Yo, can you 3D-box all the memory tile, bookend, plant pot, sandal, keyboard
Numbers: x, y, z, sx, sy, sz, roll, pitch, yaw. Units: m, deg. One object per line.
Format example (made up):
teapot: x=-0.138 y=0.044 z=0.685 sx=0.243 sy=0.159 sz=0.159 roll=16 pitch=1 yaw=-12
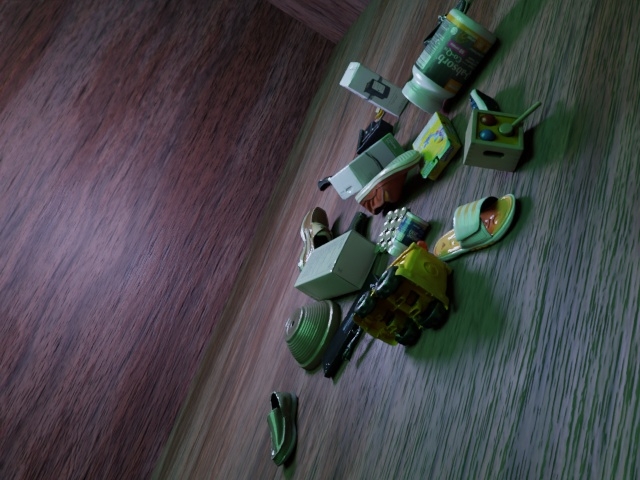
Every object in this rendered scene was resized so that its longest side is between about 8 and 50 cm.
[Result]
memory tile: x=0.211 y=-0.028 z=1.622 sx=0.113 sy=0.012 sz=0.148 roll=-16 pitch=48 yaw=64
bookend: x=0.216 y=-0.418 z=2.114 sx=0.157 sy=0.072 sz=0.156 roll=-47 pitch=23 yaw=43
plant pot: x=-0.042 y=0.287 z=1.753 sx=0.237 sy=0.110 sz=0.237 roll=-54 pitch=18 yaw=27
sandal: x=0.313 y=-0.025 z=1.193 sx=0.265 sy=0.076 sz=0.102 roll=-40 pitch=28 yaw=53
keyboard: x=0.094 y=0.248 z=1.531 sx=0.317 sy=0.033 sz=0.201 roll=-62 pitch=9 yaw=8

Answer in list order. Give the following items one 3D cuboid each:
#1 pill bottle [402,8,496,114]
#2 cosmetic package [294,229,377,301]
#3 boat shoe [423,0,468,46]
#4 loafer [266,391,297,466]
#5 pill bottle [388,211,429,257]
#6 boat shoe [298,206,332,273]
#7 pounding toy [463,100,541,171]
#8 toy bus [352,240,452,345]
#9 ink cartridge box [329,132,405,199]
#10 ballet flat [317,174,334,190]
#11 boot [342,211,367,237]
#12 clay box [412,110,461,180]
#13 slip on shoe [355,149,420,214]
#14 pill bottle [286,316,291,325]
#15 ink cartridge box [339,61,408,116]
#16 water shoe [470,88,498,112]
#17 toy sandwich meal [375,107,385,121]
pill bottle: x=0.377 y=-0.528 z=1.630 sx=0.278 sy=0.162 sz=0.162 roll=-56 pitch=18 yaw=27
cosmetic package: x=0.045 y=0.090 z=1.759 sx=0.160 sy=0.113 sz=0.309 roll=-62 pitch=15 yaw=-22
boat shoe: x=0.450 y=-0.781 z=1.968 sx=0.206 sy=0.065 sz=0.075 roll=-54 pitch=18 yaw=28
loafer: x=-0.127 y=0.555 z=1.632 sx=0.094 sy=0.087 sz=0.251 roll=-55 pitch=18 yaw=26
pill bottle: x=0.230 y=-0.010 z=1.444 sx=0.120 sy=0.067 sz=0.067 roll=-61 pitch=16 yaw=9
boat shoe: x=0.000 y=0.000 z=2.083 sx=0.120 sy=0.123 sz=0.324 roll=-41 pitch=35 yaw=42
pounding toy: x=0.396 y=-0.234 z=1.189 sx=0.100 sy=0.141 sz=0.130 roll=91 pitch=-168 yaw=-54
toy bus: x=0.195 y=0.106 z=1.260 sx=0.220 sy=0.149 sz=0.211 roll=-51 pitch=9 yaw=44
ink cartridge box: x=0.157 y=-0.250 z=1.851 sx=0.219 sy=0.092 sz=0.160 roll=-40 pitch=5 yaw=-28
ballet flat: x=0.035 y=-0.267 z=2.514 sx=0.173 sy=0.057 sz=0.049 roll=163 pitch=91 yaw=-70
boot: x=0.125 y=-0.041 z=1.820 sx=0.137 sy=0.077 sz=0.198 roll=-60 pitch=17 yaw=-7
clay box: x=0.331 y=-0.265 z=1.555 sx=0.127 sy=0.053 sz=0.222 roll=-56 pitch=19 yaw=31
slip on shoe: x=0.216 y=-0.173 z=1.657 sx=0.123 sy=0.101 sz=0.331 roll=-41 pitch=-2 yaw=-30
pill bottle: x=-0.079 y=0.295 z=1.934 sx=0.116 sy=0.065 sz=0.065 roll=-38 pitch=30 yaw=58
ink cartridge box: x=0.207 y=-0.584 z=2.102 sx=0.100 sy=0.237 sz=0.172 roll=-60 pitch=16 yaw=12
water shoe: x=0.402 y=-0.314 z=1.377 sx=0.080 sy=0.073 sz=0.203 roll=-55 pitch=17 yaw=33
toy sandwich meal: x=0.246 y=-0.539 z=2.284 sx=0.085 sy=0.029 sz=0.085 roll=-55 pitch=18 yaw=28
